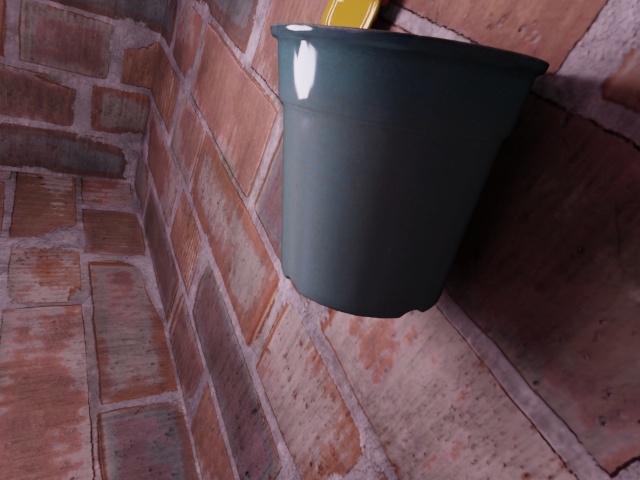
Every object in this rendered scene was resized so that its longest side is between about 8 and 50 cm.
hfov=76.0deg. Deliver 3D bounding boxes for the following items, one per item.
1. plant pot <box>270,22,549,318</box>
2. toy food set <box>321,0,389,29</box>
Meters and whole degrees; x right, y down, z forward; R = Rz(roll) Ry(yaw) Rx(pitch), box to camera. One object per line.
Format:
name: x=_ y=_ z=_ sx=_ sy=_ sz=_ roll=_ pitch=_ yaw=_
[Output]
plant pot: x=0.086 y=-0.096 z=0.585 sx=0.341 sy=0.341 sz=0.334 roll=38 pitch=127 yaw=50
toy food set: x=0.086 y=-0.462 z=0.808 sx=0.128 sy=0.071 sz=0.218 roll=54 pitch=134 yaw=24
